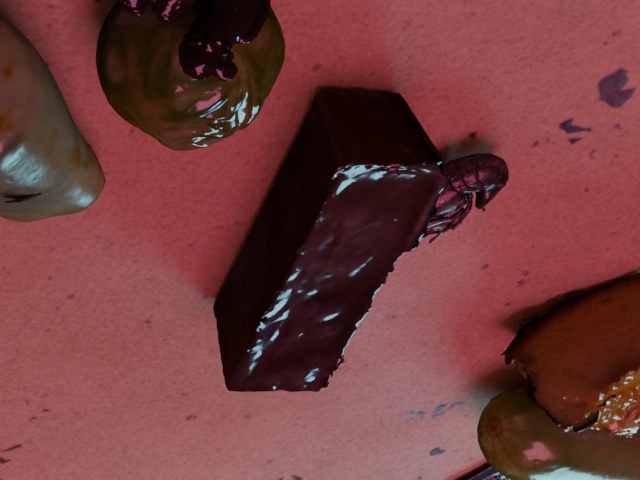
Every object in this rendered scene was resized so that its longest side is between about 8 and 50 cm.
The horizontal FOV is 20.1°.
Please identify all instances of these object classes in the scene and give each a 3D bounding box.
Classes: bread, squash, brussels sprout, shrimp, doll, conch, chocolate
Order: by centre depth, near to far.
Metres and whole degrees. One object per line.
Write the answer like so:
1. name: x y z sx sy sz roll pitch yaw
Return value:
1. doll: -0.096 -0.196 1.277 0.139 0.165 0.057 2 176 -32
2. brussels sprout: -0.099 -0.136 1.375 0.155 0.117 0.155 -13 130 -16
3. conch: -0.266 -0.082 1.382 0.143 0.137 0.250 -44 165 -13
4. chocolate: 0.000 0.000 1.596 0.111 0.112 0.321 2 138 -25
5. shrimp: 0.097 -0.030 1.647 0.165 0.057 0.065 -33 148 19
6. bread: 0.283 0.120 1.850 0.160 0.140 0.169 -1 136 -41
7. squash: 0.317 0.227 2.024 0.370 0.118 0.118 11 133 -41

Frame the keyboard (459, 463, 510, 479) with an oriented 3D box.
1. keyboard: 0.148 0.327 2.142 0.262 0.016 0.106 -30 142 12
